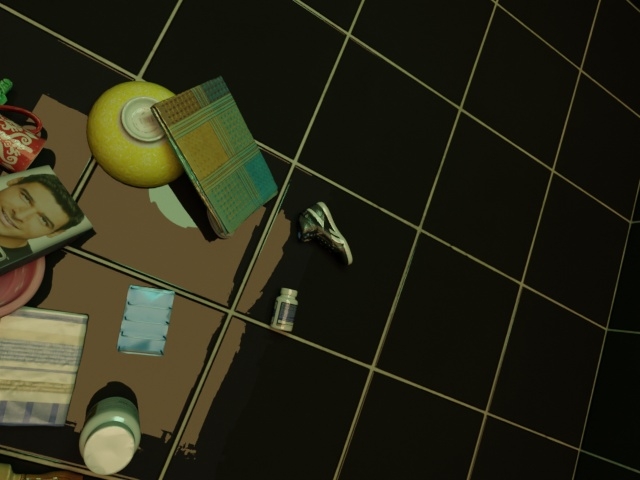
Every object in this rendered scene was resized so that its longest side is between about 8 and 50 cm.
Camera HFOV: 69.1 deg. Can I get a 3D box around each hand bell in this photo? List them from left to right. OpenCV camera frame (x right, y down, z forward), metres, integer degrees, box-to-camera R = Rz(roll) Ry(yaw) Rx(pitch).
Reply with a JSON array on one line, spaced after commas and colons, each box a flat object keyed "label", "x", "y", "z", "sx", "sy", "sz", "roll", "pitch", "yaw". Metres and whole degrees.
[{"label": "hand bell", "x": -0.692, "y": 0.561, "z": 1.092, "sx": 0.242, "sy": 0.126, "sz": 0.126, "roll": 18, "pitch": 78, "yaw": -34}]

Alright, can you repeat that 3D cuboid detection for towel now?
[{"label": "towel", "x": -0.704, "y": 0.304, "z": 1.130, "sx": 0.210, "sy": 0.034, "sz": 0.284, "roll": 11, "pitch": 83, "yaw": -24}, {"label": "towel", "x": -0.269, "y": -0.234, "z": 1.266, "sx": 0.271, "sy": 0.040, "sz": 0.369, "roll": -48, "pitch": 119, "yaw": -45}]

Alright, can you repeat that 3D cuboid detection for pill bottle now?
[{"label": "pill bottle", "x": -0.495, "y": 0.459, "z": 1.097, "sx": 0.131, "sy": 0.229, "sz": 0.131, "roll": 2, "pitch": 84, "yaw": -22}, {"label": "pill bottle", "x": -0.105, "y": 0.204, "z": 1.373, "sx": 0.067, "sy": 0.067, "sz": 0.120, "roll": 16, "pitch": 80, "yaw": -21}]

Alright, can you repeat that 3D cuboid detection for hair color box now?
[{"label": "hair color box", "x": -0.704, "y": -0.024, "z": 0.994, "sx": 0.185, "sy": 0.114, "sz": 0.374, "roll": 58, "pitch": 24, "yaw": -9}]

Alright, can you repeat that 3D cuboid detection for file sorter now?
[{"label": "file sorter", "x": -0.451, "y": 0.209, "z": 1.206, "sx": 0.118, "sy": 0.104, "sz": 0.170, "roll": 12, "pitch": 81, "yaw": -21}]

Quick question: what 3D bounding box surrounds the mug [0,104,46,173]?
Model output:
[{"label": "mug", "x": -0.759, "y": -0.254, "z": 1.098, "sx": 0.113, "sy": 0.150, "sz": 0.169, "roll": -38, "pitch": 128, "yaw": 20}]

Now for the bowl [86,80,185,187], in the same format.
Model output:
[{"label": "bowl", "x": -0.459, "y": -0.295, "z": 1.219, "sx": 0.290, "sy": 0.156, "sz": 0.289, "roll": 2, "pitch": 85, "yaw": -23}]

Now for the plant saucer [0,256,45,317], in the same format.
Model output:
[{"label": "plant saucer", "x": -0.787, "y": 0.032, "z": 1.012, "sx": 0.332, "sy": 0.084, "sz": 0.332, "roll": 45, "pitch": 29, "yaw": -33}]

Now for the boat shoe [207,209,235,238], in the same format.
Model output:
[{"label": "boat shoe", "x": -0.282, "y": -0.118, "z": 1.320, "sx": 0.083, "sy": 0.076, "sz": 0.226, "roll": -11, "pitch": 90, "yaw": -23}]

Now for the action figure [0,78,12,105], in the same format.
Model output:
[{"label": "action figure", "x": -0.844, "y": -0.319, "z": 1.107, "sx": 0.232, "sy": 0.063, "sz": 0.137, "roll": -39, "pitch": 99, "yaw": -17}]

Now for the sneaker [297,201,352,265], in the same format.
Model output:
[{"label": "sneaker", "x": 0.000, "y": 0.000, "z": 1.435, "sx": 0.121, "sy": 0.079, "sz": 0.216, "roll": -28, "pitch": 88, "yaw": -19}]
